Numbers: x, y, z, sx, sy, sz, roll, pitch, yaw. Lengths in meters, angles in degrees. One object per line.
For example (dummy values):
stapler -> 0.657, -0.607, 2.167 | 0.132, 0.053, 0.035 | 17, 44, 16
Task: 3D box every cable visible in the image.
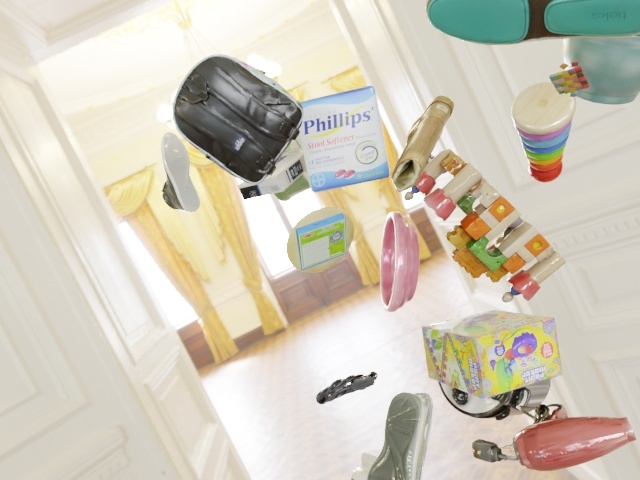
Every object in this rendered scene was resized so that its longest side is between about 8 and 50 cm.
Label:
cable -> 0.067, 0.414, 1.370 | 0.184, 0.047, 0.150 | -13, -20, -21

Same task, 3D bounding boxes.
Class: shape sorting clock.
shape sorting clock -> 0.000, 0.000, 1.346 | 0.206, 0.206, 0.040 | -27, 44, -12

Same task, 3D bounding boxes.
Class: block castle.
block castle -> 0.465, -0.038, 1.436 | 0.213, 0.453, 0.303 | -45, 18, 15

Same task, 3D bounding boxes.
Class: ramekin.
ramekin -> -0.139, -0.328, 2.049 | 0.148, 0.303, 0.303 | -20, 5, 15

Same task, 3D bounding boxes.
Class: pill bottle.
pill bottle -> 0.132, 0.685, 1.296 | 0.121, 0.216, 0.121 | 14, -16, 4

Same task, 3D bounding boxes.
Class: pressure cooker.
pressure cooker -> 0.690, 0.539, 1.990 | 0.420, 0.375, 0.370 | 12, -32, -38

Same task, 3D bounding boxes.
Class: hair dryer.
hair dryer -> 0.432, 0.341, 0.903 | 0.224, 0.080, 0.293 | -25, -2, -26

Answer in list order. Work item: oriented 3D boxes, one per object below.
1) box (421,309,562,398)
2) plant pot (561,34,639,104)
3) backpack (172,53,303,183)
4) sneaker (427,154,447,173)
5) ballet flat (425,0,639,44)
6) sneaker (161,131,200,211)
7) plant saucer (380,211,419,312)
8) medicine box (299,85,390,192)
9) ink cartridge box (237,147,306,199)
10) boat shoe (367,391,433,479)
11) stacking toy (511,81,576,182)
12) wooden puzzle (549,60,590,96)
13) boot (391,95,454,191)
box -> 0.519, 0.337, 1.504 | 0.290, 0.177, 0.279 | -9, 1, -21
plant pot -> 0.790, -0.490, 1.314 | 0.293, 0.196, 0.293 | 0, 38, 0
backpack -> -0.185, -0.277, 1.071 | 0.225, 0.253, 0.191 | -54, 18, 14
sneaker -> 0.380, -0.301, 1.751 | 0.235, 0.153, 0.094 | -29, 20, -23
ballet flat -> 0.401, -0.441, 0.892 | 0.400, 0.139, 0.139 | 12, 24, 27
sneaker -> -0.544, -0.240, 1.790 | 0.104, 0.295, 0.147 | -23, 11, -42
plant saucer -> 0.260, 0.072, 1.606 | 0.084, 0.332, 0.332 | 3, 4, -1
medicine box -> 0.074, -0.330, 1.592 | 0.263, 0.289, 0.149 | -11, 13, 10
ink cartridge box -> -0.137, -0.245, 1.711 | 0.165, 0.065, 0.332 | -9, 25, 29
boat shoe -> 0.195, 0.515, 1.141 | 0.118, 0.320, 0.103 | 8, -5, 44
stacking toy -> 0.588, -0.259, 1.275 | 0.141, 0.141, 0.330 | -25, -31, 15
wooden puzzle -> 0.417, -0.267, 0.816 | 0.049, 0.083, 0.006 | -6, 60, 45
boot -> 0.253, -0.234, 1.311 | 0.269, 0.089, 0.236 | -61, -7, -30
